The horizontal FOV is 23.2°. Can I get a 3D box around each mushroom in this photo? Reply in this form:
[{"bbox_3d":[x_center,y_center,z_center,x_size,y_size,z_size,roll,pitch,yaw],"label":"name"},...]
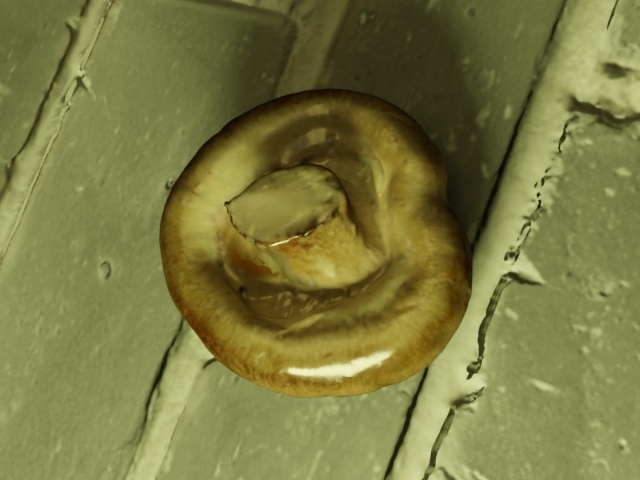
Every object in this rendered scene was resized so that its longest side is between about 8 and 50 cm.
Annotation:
[{"bbox_3d":[0.000,0.000,1.309,0.278,0.146,0.278,-6,66,13],"label":"mushroom"}]
